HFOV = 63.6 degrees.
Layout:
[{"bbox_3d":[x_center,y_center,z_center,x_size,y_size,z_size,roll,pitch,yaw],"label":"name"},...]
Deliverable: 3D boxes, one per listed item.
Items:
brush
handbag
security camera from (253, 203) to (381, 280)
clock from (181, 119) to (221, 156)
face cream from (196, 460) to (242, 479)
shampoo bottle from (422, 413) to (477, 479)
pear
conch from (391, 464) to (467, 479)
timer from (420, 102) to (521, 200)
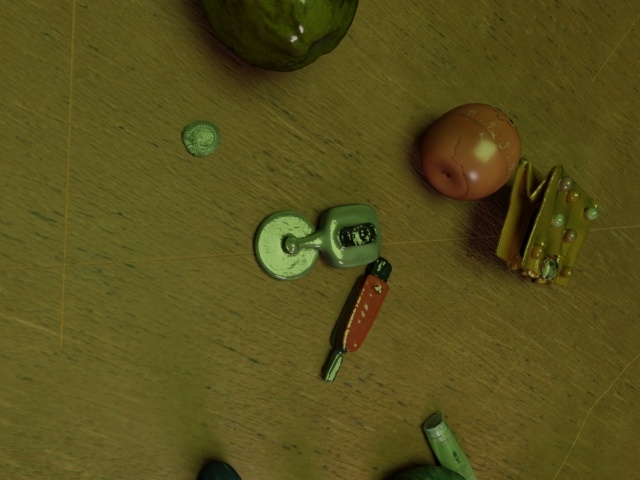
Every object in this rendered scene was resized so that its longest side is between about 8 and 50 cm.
[{"bbox_3d":[0.087,0.184,1.206,0.070,0.051,0.323,33,74,-24],"label":"brush"},{"bbox_3d":[0.607,-0.026,1.366,0.401,0.133,0.283,20,89,-49],"label":"handbag"},{"bbox_3d":[0.000,0.000,1.163,0.301,0.080,0.157,-9,92,-23],"label":"security camera"},{"bbox_3d":[-0.248,-0.216,1.084,0.083,0.010,0.074,-32,101,-25],"label":"clock"},{"bbox_3d":[-0.163,0.502,0.949,0.083,0.264,0.149,-9,92,-26],"label":"face cream"},{"bbox_3d":[0.329,0.544,1.309,0.072,0.049,0.212,-33,101,-19],"label":"shampoo bottle"},{"bbox_3d":[-0.088,-0.523,0.990,0.351,0.352,0.414,-20,77,-26],"label":"pear"},{"bbox_3d":[0.273,0.649,1.218,0.220,0.195,0.277,-39,128,-11],"label":"conch"},{"bbox_3d":[0.367,-0.218,1.267,0.215,0.229,0.230,-44,106,-23],"label":"timer"}]
